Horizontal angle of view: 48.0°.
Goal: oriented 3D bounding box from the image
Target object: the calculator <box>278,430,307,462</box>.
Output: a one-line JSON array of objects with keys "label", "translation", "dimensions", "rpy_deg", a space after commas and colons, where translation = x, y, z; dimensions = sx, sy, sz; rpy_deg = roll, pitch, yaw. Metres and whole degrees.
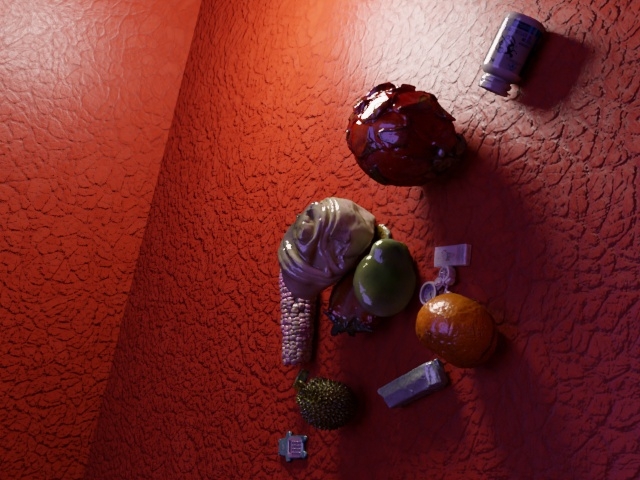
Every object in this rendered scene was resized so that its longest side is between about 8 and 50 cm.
[{"label": "calculator", "translation": [-0.086, 0.632, 2.202], "dimensions": [0.141, 0.019, 0.094], "rpy_deg": [-19, 66, 48]}]

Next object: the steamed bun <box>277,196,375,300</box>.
[{"label": "steamed bun", "translation": [0.000, 0.000, 2.078], "dimensions": [0.275, 0.206, 0.320], "rpy_deg": [-23, 31, 57]}]

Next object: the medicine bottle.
[{"label": "medicine bottle", "translation": [0.469, -0.460, 1.789], "dimensions": [0.107, 0.107, 0.191], "rpy_deg": [39, 108, 51]}]

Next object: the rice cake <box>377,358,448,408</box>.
[{"label": "rice cake", "translation": [0.239, 0.370, 1.830], "dimensions": [0.206, 0.063, 0.069], "rpy_deg": [-41, 54, 39]}]

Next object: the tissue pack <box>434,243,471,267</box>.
[{"label": "tissue pack", "translation": [0.339, 0.040, 1.850], "dimensions": [0.108, 0.023, 0.056], "rpy_deg": [-10, 70, 52]}]

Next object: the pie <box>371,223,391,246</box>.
[{"label": "pie", "translation": [0.173, -0.006, 2.089], "dimensions": [0.084, 0.020, 0.084], "rpy_deg": [-24, 59, 47]}]

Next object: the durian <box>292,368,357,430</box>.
[{"label": "durian", "translation": [0.016, 0.452, 1.979], "dimensions": [0.159, 0.198, 0.146], "rpy_deg": [8, 73, 32]}]

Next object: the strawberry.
[{"label": "strawberry", "translation": [0.105, 0.159, 2.032], "dimensions": [0.174, 0.098, 0.228], "rpy_deg": [0, 65, 19]}]

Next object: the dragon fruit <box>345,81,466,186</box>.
[{"label": "dragon fruit", "translation": [0.219, -0.277, 1.925], "dimensions": [0.277, 0.277, 0.342], "rpy_deg": [-56, 52, 24]}]

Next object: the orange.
[{"label": "orange", "translation": [0.321, 0.206, 1.682], "dimensions": [0.161, 0.193, 0.193], "rpy_deg": [-58, 38, 1]}]

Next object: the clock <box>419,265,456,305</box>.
[{"label": "clock", "translation": [0.307, 0.125, 1.848], "dimensions": [0.129, 0.041, 0.087], "rpy_deg": [-56, 36, 32]}]

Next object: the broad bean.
[{"label": "broad bean", "translation": [0.179, 0.101, 1.943], "dimensions": [0.228, 0.169, 0.100], "rpy_deg": [-59, -11, -20]}]

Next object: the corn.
[{"label": "corn", "translation": [-0.070, 0.225, 2.247], "dimensions": [0.127, 0.127, 0.335], "rpy_deg": [-20, 64, 48]}]
